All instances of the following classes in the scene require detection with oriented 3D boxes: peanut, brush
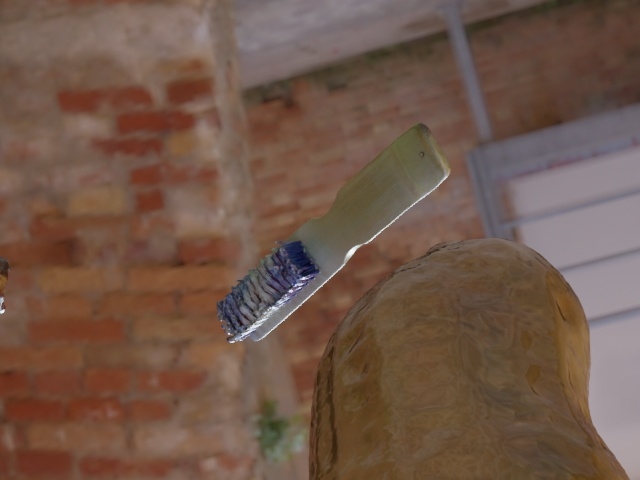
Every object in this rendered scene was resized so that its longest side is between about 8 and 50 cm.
[{"bbox_3d":[0.054,0.081,0.562,0.120,0.110,0.236,5,-147,3],"label":"peanut"},{"bbox_3d":[0.000,0.000,0.861,0.030,0.033,0.178,-10,156,-46],"label":"brush"}]

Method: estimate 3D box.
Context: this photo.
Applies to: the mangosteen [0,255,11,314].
[{"bbox_3d":[-0.345,0.051,1.219,0.231,0.231,0.289,-15,170,24],"label":"mangosteen"}]
